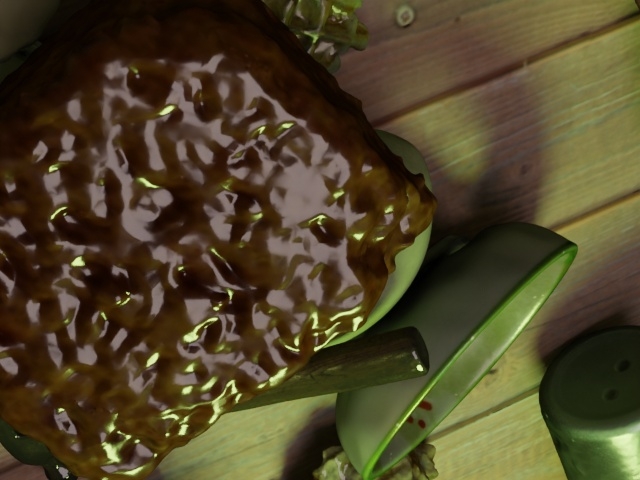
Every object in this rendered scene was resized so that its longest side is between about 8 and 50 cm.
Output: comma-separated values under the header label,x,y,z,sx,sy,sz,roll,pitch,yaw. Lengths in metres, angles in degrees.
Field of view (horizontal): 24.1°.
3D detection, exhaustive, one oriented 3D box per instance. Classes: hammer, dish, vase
label,x,y,z,sx,sy,sz,roll,pitch,yaw
hammer,-0.108,0.148,1.420,0.440,0.044,0.168,-13,140,18
dish,0.114,0.089,1.549,0.324,0.124,0.324,-45,167,-14
vase,0.378,0.261,1.788,0.245,0.245,0.291,-33,124,-5

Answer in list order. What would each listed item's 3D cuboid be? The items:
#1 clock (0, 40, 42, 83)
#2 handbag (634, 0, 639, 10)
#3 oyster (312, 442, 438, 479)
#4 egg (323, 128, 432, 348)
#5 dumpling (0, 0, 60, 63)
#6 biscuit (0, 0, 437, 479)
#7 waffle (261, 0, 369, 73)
label,x,y,z,sx,sy,sz,roll,pitch,yaw
clock,-0.310,-0.075,1.297,0.236,0.053,0.236,-14,128,-20
handbag,0.431,-0.213,1.552,0.213,0.127,0.235,-31,132,-9
oyster,0.019,0.369,1.720,0.198,0.133,0.337,20,106,-28
egg,0.000,0.000,1.422,0.253,0.186,0.186,-41,131,11
dumpling,-0.248,-0.306,1.114,0.315,0.233,0.395,-25,134,-55
biscuit,-0.143,-0.008,1.220,0.395,0.166,0.342,-40,108,9
waffle,-0.056,-0.209,1.341,0.204,0.054,0.223,-31,129,-7
